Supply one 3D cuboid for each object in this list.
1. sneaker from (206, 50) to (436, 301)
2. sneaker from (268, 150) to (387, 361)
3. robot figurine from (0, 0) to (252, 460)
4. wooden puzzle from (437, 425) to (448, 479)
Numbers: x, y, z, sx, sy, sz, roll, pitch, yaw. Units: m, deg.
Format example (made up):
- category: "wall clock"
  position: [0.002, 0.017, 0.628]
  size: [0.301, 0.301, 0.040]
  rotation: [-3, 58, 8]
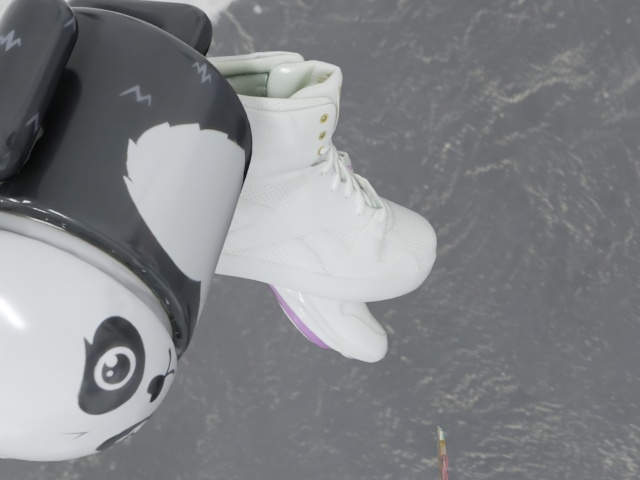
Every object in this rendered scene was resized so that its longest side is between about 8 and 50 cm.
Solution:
- category: "sneaker"
  position: [0.003, -0.051, 0.813]
  size: [0.169, 0.292, 0.108]
  rotation: [-61, 40, 28]
- category: "sneaker"
  position: [0.000, 0.000, 1.086]
  size: [0.152, 0.305, 0.114]
  rotation: [-37, 22, 1]
- category: "robot figurine"
  position: [-0.134, -0.015, 0.586]
  size: [0.173, 0.209, 0.278]
  rotation: [-22, 40, 41]
- category: "wooden puzzle"
  position: [0.129, 0.232, 1.104]
  size: [0.006, 0.083, 0.049]
  rotation: [-4, 38, 1]
